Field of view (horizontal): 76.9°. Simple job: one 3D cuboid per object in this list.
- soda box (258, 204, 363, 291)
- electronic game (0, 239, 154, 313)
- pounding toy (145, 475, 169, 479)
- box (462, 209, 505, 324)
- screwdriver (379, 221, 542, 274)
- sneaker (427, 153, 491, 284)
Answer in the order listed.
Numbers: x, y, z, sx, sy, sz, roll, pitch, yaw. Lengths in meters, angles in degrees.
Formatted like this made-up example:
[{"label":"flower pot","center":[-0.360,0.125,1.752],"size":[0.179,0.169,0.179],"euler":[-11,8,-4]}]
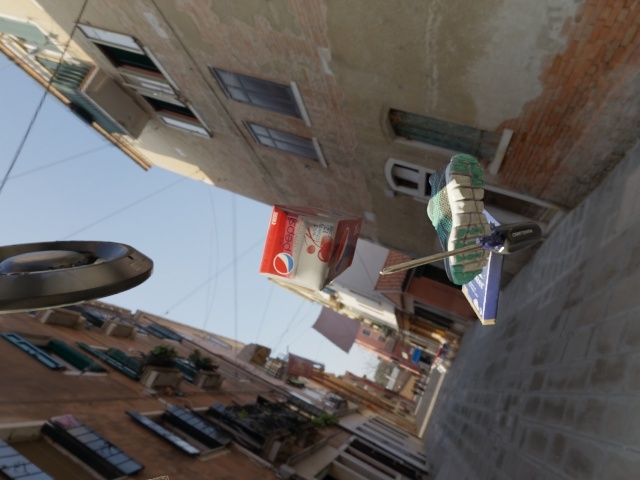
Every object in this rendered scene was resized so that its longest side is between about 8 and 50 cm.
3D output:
[{"label":"soda box","center":[0.000,0.000,0.592],"size":[0.263,0.084,0.092],"euler":[-16,-61,-78]},{"label":"electronic game","center":[-0.314,0.037,0.461],"size":[0.229,0.229,0.048],"euler":[-22,-65,-65]},{"label":"pounding toy","center":[-0.260,0.430,0.559],"size":[0.100,0.141,0.130],"euler":[-30,-25,-8]},{"label":"box","center":[0.361,0.055,0.900],"size":[0.136,0.037,0.225],"euler":[-93,-1,-64]},{"label":"screwdriver","center":[0.107,0.003,0.292],"size":[0.170,0.024,0.025],"euler":[-5,-78,-33]},{"label":"sneaker","center":[0.178,-0.026,0.535],"size":[0.076,0.065,0.166],"euler":[171,101,-71]}]
